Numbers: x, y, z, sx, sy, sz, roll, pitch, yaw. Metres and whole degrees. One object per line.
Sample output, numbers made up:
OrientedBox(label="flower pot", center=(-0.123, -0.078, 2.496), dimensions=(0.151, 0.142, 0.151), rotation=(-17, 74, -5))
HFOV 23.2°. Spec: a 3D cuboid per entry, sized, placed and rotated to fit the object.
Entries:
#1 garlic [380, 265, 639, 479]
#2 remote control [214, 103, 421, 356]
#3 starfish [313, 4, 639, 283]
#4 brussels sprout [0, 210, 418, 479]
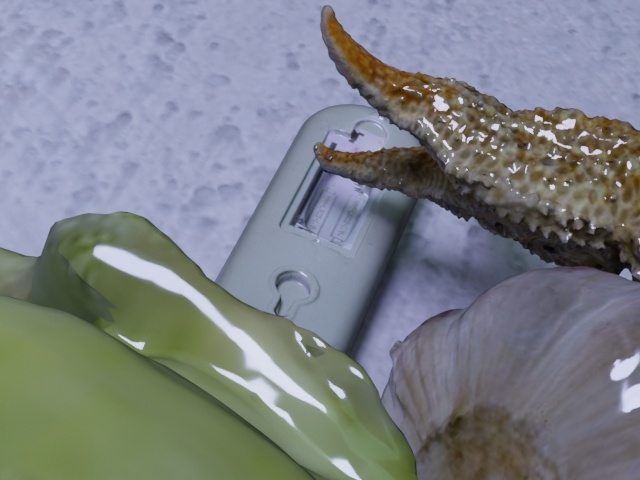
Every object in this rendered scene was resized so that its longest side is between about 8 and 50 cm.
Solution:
OrientedBox(label="garlic", center=(0.130, 0.126, 0.666), dimensions=(0.212, 0.218, 0.219), rotation=(20, 35, -42))
OrientedBox(label="remote control", center=(0.000, 0.000, 0.825), dimensions=(0.078, 0.042, 0.221), rotation=(23, 43, 3))
OrientedBox(label="starfish", center=(0.128, -0.010, 0.760), dimensions=(0.293, 0.301, 0.084), rotation=(30, 81, 31))
OrientedBox(label="brussels sprout", center=(-0.097, 0.201, 0.375), dimensions=(0.361, 0.342, 0.425), rotation=(20, 54, 13))
